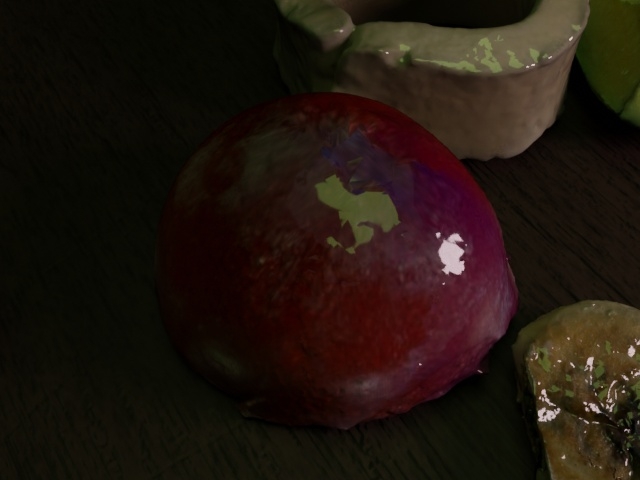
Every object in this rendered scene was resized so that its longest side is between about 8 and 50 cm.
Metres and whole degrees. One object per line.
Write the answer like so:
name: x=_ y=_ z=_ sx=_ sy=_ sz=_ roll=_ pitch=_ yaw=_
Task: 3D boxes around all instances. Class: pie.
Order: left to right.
pie: x=0.248 y=0.146 z=0.640 sx=0.185 sy=0.052 sz=0.218 roll=-4 pitch=55 yaw=-6

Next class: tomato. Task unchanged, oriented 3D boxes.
tomato: x=0.003 y=0.000 z=0.692 sx=0.335 sy=0.176 sz=0.289 roll=38 pitch=67 yaw=26

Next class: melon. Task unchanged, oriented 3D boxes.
melon: x=0.367 y=-0.251 z=0.891 sx=0.196 sy=0.124 sz=0.323 roll=-7 pitch=46 yaw=-4

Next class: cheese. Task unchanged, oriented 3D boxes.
cheese: x=0.105 y=-0.230 z=0.870 sx=0.332 sy=0.153 sz=0.292 roll=-1 pitch=52 yaw=5
